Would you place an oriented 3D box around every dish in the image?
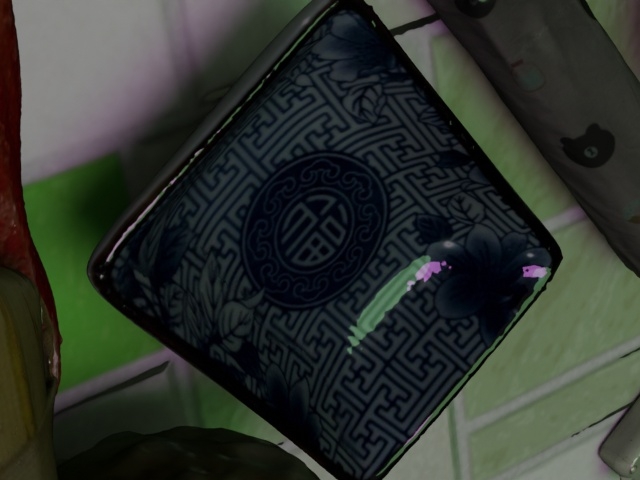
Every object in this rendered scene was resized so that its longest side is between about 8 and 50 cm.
[{"bbox_3d":[0.000,0.000,0.691,0.182,0.080,0.243,-49,131,-4],"label":"dish"}]

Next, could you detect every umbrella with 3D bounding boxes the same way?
[{"bbox_3d":[0.144,-0.084,0.755,0.337,0.067,0.073,45,71,-39],"label":"umbrella"}]

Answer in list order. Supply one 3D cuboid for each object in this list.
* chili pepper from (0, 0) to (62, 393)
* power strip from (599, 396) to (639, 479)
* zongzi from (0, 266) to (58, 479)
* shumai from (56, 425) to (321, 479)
[{"bbox_3d":[-0.169,-0.031,0.532,0.136,0.144,0.253,-59,149,-47],"label":"chili pepper"},{"bbox_3d":[0.280,0.108,0.958,0.192,0.035,0.081,-53,130,-1],"label":"power strip"},{"bbox_3d":[-0.186,0.150,0.467,0.228,0.115,0.256,-15,95,5],"label":"zongzi"},{"bbox_3d":[-0.175,0.192,0.611,0.288,0.292,0.330,34,88,-5],"label":"shumai"}]
